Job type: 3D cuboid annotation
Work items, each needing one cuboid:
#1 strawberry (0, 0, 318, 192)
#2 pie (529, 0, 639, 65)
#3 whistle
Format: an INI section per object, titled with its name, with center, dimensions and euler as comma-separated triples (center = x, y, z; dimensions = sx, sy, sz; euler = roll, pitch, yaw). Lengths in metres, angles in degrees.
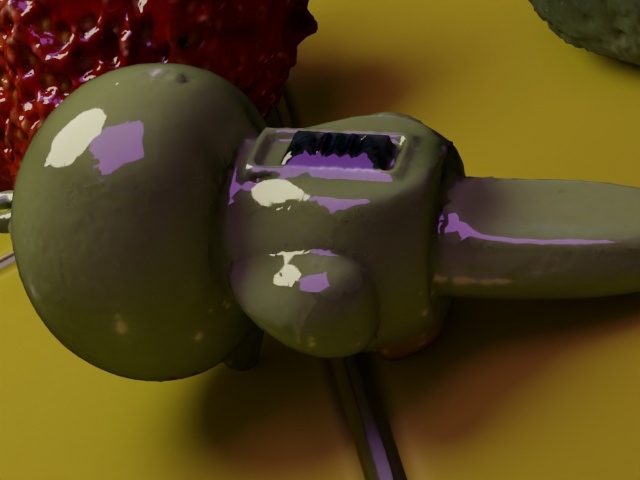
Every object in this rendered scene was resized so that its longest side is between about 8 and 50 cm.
[strawberry]
center = -0.106, -0.102, 0.973
dimensions = 0.201, 0.186, 0.184
euler = -61, -10, -2
[pie]
center = 0.224, -0.184, 0.877
dimensions = 0.302, 0.067, 0.302
euler = -24, 29, 15
[whistle]
center = -0.002, 0.008, 0.766
dimensions = 0.294, 0.141, 0.141
euler = 14, 43, 10
